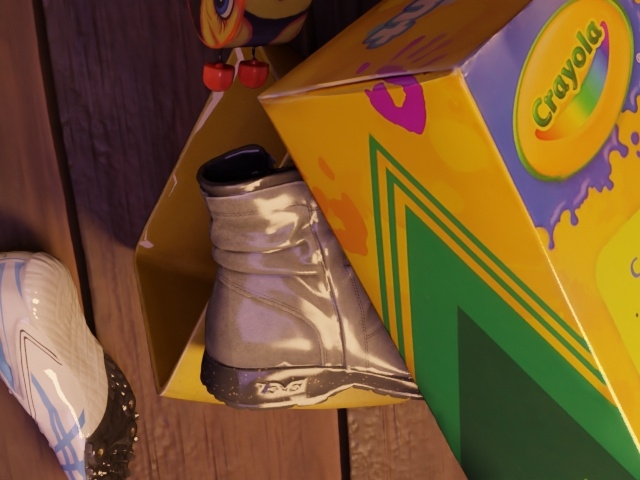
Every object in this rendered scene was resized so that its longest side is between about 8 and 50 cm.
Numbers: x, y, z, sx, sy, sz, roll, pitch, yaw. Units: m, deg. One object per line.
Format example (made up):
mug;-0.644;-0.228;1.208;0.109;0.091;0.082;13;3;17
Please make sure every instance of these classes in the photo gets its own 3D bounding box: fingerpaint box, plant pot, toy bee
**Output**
fingerpaint box;0.229;-0.052;0.810;0.445;0.163;0.371;-43;115;-32
plant pot;0.000;0.000;0.939;0.187;0.212;0.212;20;110;-22
toy bee;-0.065;-0.185;0.822;0.195;0.298;0.162;7;127;-16

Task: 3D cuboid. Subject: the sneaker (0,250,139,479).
sneaker;-0.213;0.112;1.040;0.086;0.085;0.237;-3;119;27

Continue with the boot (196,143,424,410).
boot;0.042;0.014;0.802;0.247;0.083;0.161;-5;116;-23
